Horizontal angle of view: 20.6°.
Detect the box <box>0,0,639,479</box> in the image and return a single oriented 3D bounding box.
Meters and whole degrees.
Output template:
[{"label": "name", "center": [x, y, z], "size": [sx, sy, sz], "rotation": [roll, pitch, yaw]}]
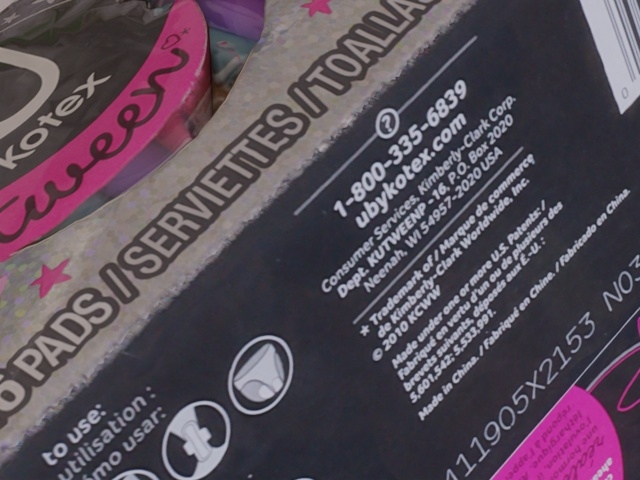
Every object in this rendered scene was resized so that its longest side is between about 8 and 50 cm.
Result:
[{"label": "box", "center": [0.000, 0.000, 0.447], "size": [0.142, 0.247, 0.163], "rotation": [19, 147, 45]}]
